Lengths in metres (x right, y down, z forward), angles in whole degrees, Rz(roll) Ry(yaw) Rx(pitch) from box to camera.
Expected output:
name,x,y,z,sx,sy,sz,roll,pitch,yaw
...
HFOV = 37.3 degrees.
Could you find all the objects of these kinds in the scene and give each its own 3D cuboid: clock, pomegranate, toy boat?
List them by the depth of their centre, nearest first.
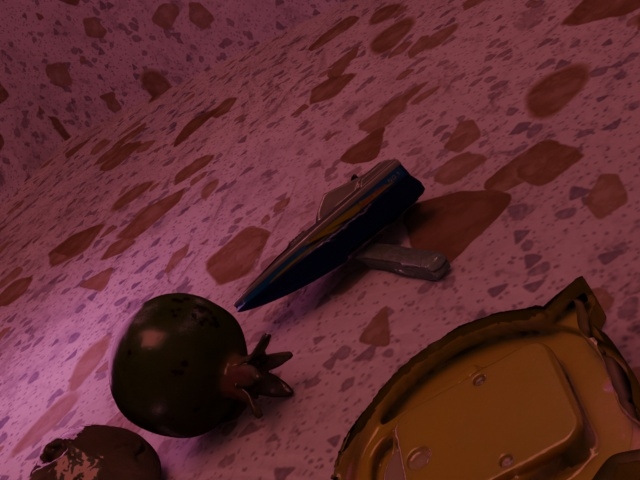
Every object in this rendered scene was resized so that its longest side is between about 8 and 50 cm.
name,x,y,z,sx,sy,sz,roll,pitch,yaw
clock,0.145,0.179,0.798,0.293,0.071,0.277,-28,29,19
pomegranate,-0.144,0.155,1.146,0.224,0.181,0.181,8,45,29
toy boat,0.000,0.000,1.283,0.295,0.088,0.129,-39,-5,-8

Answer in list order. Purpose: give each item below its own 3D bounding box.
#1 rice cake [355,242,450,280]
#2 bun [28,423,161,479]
name,x,y,z,sx,sy,sz,roll,pitch,yaw
rice cake,0.102,0.025,1.202,0.033,0.029,0.171,-46,25,-18
bun,-0.282,0.285,1.136,0.166,0.113,0.173,-46,27,-21
